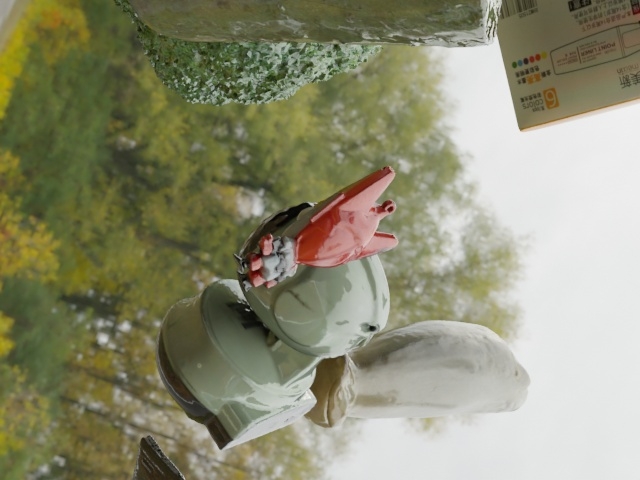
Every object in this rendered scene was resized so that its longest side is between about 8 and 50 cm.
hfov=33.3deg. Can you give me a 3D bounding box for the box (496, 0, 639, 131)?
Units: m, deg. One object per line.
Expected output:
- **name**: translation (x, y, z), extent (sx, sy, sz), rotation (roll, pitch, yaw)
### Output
- **box**: translation (0.365, -0.277, 1.425), extent (0.273, 0.091, 0.221), rotation (-8, -84, 50)

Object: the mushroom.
- **mushroom**: translation (0.133, 0.188, 1.571), extent (0.137, 0.407, 0.154), rotation (-42, -124, 41)

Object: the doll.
- **doll**: translation (0.000, 0.000, 1.024), extent (0.057, 0.169, 0.109), rotation (48, -22, 36)

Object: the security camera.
- **security camera**: translation (-0.044, 0.083, 1.231), extent (0.277, 0.197, 0.191), rotation (-44, -110, 27)

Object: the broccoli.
- **broccoli**: translation (-0.072, -0.327, 1.280), extent (0.310, 0.321, 0.414), rotation (-37, 144, -44)

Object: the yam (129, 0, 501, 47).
- **yam**: translation (0.006, -0.209, 0.721), extent (0.267, 0.161, 0.161), rotation (5, -114, 26)

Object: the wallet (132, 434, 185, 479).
- **wallet**: translation (-0.260, 0.433, 1.660), extent (0.124, 0.025, 0.244), rotation (36, -56, 41)
